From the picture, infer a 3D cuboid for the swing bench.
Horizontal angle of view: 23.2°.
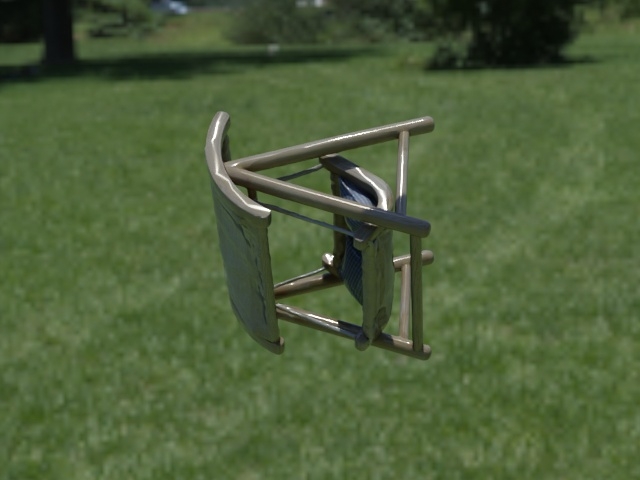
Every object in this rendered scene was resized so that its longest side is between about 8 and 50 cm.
[{"bbox_3d":[0.000,0.000,1.755,0.255,0.253,0.165,1,52,5],"label":"swing bench"}]
